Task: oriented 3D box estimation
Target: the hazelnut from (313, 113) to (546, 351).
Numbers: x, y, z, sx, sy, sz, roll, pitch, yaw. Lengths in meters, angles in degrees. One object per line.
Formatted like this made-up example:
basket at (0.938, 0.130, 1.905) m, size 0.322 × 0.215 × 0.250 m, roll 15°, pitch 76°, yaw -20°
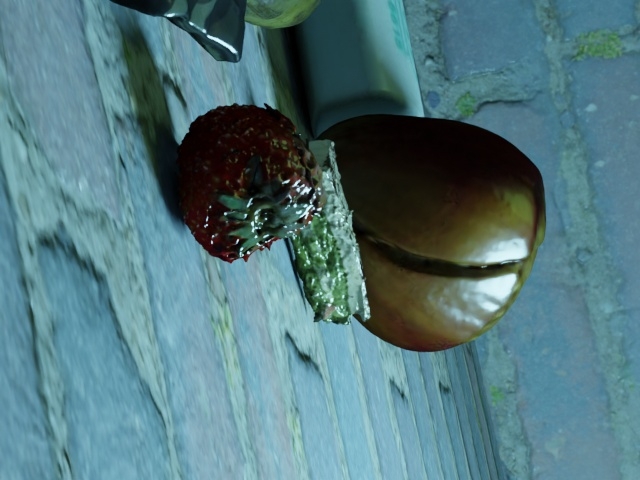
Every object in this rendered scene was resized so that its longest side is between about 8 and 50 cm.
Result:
hazelnut at (0.073, -0.017, 1.562) m, size 0.208 × 0.208 × 0.208 m, roll -13°, pitch 90°, yaw -83°

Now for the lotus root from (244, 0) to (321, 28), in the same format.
lotus root at (-0.042, -0.184, 1.270) m, size 0.179 × 0.081 × 0.089 m, roll -11°, pitch 94°, yaw -77°

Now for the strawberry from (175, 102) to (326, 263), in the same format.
strawberry at (-0.041, -0.036, 1.047) m, size 0.096 × 0.083 × 0.083 m, roll -107°, pitch 180°, yaw -59°

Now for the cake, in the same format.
cake at (0.000, 0.000, 1.392) m, size 0.055 × 0.051 × 0.140 m, roll -58°, pitch 135°, yaw -73°

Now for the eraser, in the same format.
eraser at (0.019, -0.225, 1.737) m, size 0.189 × 0.104 × 0.290 m, roll 67°, pitch 12°, yaw -71°

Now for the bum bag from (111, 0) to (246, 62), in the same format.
bum bag at (-0.081, -0.222, 0.998) m, size 0.144 × 0.095 × 0.340 m, roll 50°, pitch 23°, yaw -42°
